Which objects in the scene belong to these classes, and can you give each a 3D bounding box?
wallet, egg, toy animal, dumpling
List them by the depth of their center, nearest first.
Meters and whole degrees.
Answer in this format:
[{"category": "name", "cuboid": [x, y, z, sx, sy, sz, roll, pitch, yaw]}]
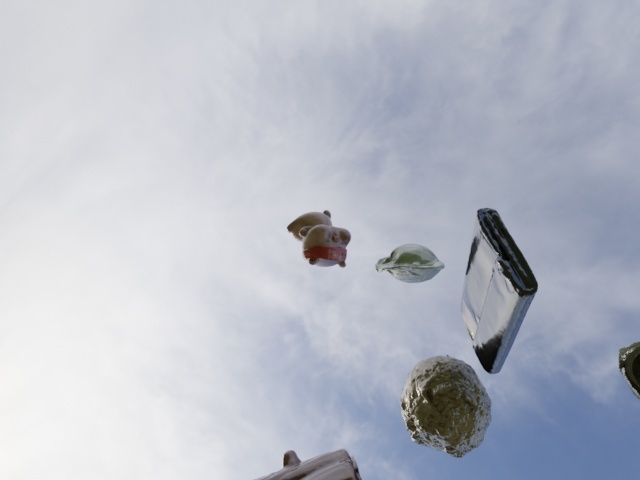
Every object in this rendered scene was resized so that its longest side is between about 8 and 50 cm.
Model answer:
[{"category": "wallet", "cuboid": [0.398, 0.134, 0.972, 0.062, 0.406, 0.228, -11, -130, 4]}, {"category": "egg", "cuboid": [0.363, 0.483, 1.220, 0.279, 0.279, 0.310, -2, -52, 23]}, {"category": "toy animal", "cuboid": [0.000, 0.000, 1.303, 0.171, 0.171, 0.197, -49, -129, 21]}, {"category": "dumpling", "cuboid": [0.279, 0.080, 1.335, 0.179, 0.252, 0.131, -2, -82, -20]}]

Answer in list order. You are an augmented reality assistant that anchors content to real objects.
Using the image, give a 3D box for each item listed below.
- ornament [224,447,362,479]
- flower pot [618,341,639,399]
[{"category": "ornament", "cuboid": [-0.025, 0.425, 0.571, 0.218, 0.235, 0.221, -19, -63, -7]}, {"category": "flower pot", "cuboid": [0.936, 0.273, 1.021, 0.290, 0.259, 0.290, 32, -36, 27]}]
